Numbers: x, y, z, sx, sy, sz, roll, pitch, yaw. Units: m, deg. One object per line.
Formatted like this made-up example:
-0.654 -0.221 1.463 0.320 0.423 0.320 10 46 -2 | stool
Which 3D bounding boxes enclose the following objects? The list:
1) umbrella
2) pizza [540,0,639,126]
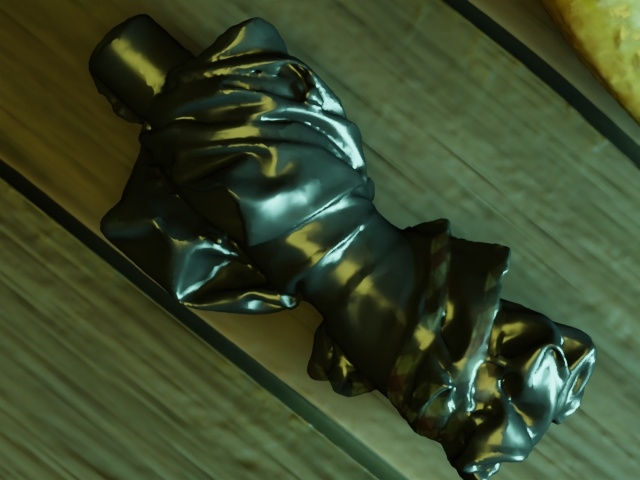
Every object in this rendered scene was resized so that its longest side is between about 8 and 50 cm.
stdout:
0.000 0.001 0.808 0.272 0.110 0.122 41 130 -2 | umbrella
0.161 -0.185 0.785 0.182 0.074 0.365 -16 96 -10 | pizza
